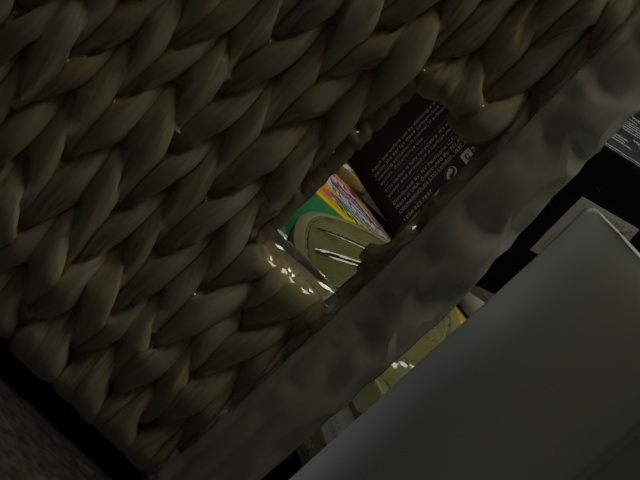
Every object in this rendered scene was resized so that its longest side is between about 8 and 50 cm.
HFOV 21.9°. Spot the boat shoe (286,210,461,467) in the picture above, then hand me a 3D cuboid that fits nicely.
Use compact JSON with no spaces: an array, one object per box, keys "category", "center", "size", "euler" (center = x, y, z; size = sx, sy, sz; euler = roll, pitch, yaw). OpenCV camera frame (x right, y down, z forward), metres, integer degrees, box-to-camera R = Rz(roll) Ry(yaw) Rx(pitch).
[{"category":"boat shoe","center":[0.022,0.089,0.908],"size":[0.113,0.103,0.302],"euler":[20,23,-21]}]

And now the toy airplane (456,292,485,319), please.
[{"category":"toy airplane","center":[0.282,0.069,1.828],"size":[0.386,0.272,0.384],"euler":[43,9,-32]}]

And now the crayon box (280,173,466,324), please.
[{"category":"crayon box","center":[0.000,0.000,1.356],"size":[0.278,0.081,0.165],"euler":[42,9,-36]}]

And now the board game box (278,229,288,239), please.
[{"category":"board game box","center":[0.022,0.082,1.131],"size":[0.165,0.042,0.243],"euler":[35,12,-25]}]

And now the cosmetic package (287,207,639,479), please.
[{"category":"cosmetic package","center":[0.119,0.151,0.708],"size":[0.224,0.224,0.138],"euler":[43,9,-29]}]

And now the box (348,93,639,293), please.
[{"category":"box","center":[0.179,-0.096,1.563],"size":[0.343,0.179,0.312],"euler":[25,26,-42]}]

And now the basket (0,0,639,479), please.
[{"category":"basket","center":[-0.043,-0.111,0.789],"size":[0.266,0.328,0.331],"euler":[43,9,-14]}]

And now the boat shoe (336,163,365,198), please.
[{"category":"boat shoe","center":[-0.033,-0.118,1.669],"size":[0.122,0.110,0.341],"euler":[52,9,34]}]
